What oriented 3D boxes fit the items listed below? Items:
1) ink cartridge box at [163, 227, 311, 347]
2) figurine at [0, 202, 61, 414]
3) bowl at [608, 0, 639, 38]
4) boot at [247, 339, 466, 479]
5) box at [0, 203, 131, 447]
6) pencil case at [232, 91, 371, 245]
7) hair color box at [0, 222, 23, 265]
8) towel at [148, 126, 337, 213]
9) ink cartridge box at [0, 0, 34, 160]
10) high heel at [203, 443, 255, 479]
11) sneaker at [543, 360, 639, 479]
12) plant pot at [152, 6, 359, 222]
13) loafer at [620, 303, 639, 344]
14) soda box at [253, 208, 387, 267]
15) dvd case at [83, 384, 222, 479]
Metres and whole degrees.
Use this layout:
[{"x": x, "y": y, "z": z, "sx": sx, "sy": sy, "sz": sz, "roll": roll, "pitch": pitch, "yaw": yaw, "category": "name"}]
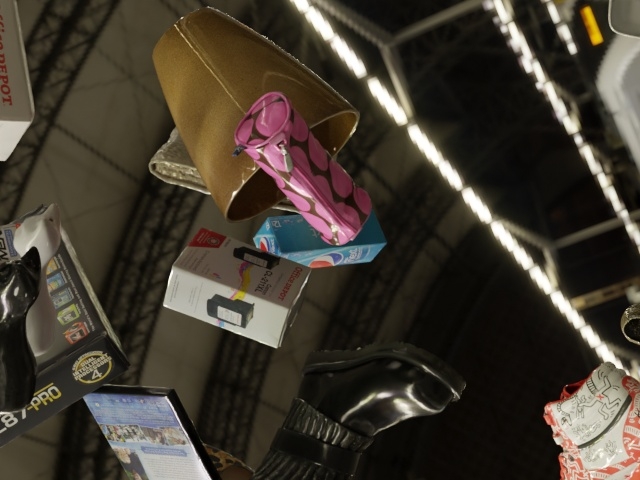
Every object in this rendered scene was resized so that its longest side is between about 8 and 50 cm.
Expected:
[{"x": -0.114, "y": 0.064, "z": 1.732, "sx": 0.127, "sy": 0.175, "sz": 0.072, "roll": -62, "pitch": -10, "yaw": -60, "category": "ink cartridge box"}, {"x": -0.377, "y": 0.075, "z": 1.554, "sx": 0.215, "sy": 0.092, "sz": 0.209, "roll": -90, "pitch": 16, "yaw": -63, "category": "figurine"}, {"x": 0.496, "y": -0.363, "z": 1.797, "sx": 0.053, "sy": 0.142, "sz": 0.142, "roll": -43, "pitch": -38, "yaw": -76, "category": "bowl"}, {"x": 0.051, "y": 0.298, "z": 1.839, "sx": 0.131, "sy": 0.348, "sz": 0.260, "roll": 38, "pitch": -119, "yaw": -25, "category": "boot"}, {"x": -0.506, "y": 0.143, "z": 1.943, "sx": 0.395, "sy": 0.318, "sz": 0.097, "roll": 53, "pitch": 174, "yaw": 48, "category": "box"}, {"x": -0.016, "y": -0.079, "z": 1.484, "sx": 0.209, "sy": 0.095, "sz": 0.098, "roll": 45, "pitch": 176, "yaw": -39, "category": "pencil case"}, {"x": -0.496, "y": 0.034, "z": 1.764, "sx": 0.167, "sy": 0.053, "sz": 0.093, "roll": -9, "pitch": -111, "yaw": -27, "category": "hair color box"}, {"x": -0.116, "y": -0.123, "z": 1.986, "sx": 0.187, "sy": 0.282, "sz": 0.049, "roll": -67, "pitch": -9, "yaw": -58, "category": "towel"}, {"x": -0.520, "y": -0.214, "z": 1.527, "sx": 0.283, "sy": 0.117, "sz": 0.207, "roll": 1, "pitch": -116, "yaw": -33, "category": "ink cartridge box"}, {"x": -0.103, "y": 0.409, "z": 2.021, "sx": 0.261, "sy": 0.186, "sz": 0.093, "roll": 47, "pitch": -124, "yaw": 1, "category": "high heel"}, {"x": 0.319, "y": 0.262, "z": 1.473, "sx": 0.145, "sy": 0.270, "sz": 0.090, "roll": 42, "pitch": -140, "yaw": 19, "category": "sneaker"}, {"x": -0.116, "y": -0.194, "z": 1.726, "sx": 0.254, "sy": 0.237, "sz": 0.237, "roll": 50, "pitch": -165, "yaw": 12, "category": "plant pot"}, {"x": 0.385, "y": 0.104, "z": 1.300, "sx": 0.050, "sy": 0.148, "sz": 0.056, "roll": -23, "pitch": -65, "yaw": -53, "category": "loafer"}, {"x": 0.000, "y": 0.000, "z": 2.051, "sx": 0.210, "sy": 0.067, "sz": 0.071, "roll": -6, "pitch": -119, "yaw": -31, "category": "soda box"}, {"x": -0.244, "y": 0.322, "z": 1.871, "sx": 0.022, "sy": 0.180, "sz": 0.253, "roll": -52, "pitch": -51, "yaw": -44, "category": "dvd case"}]
